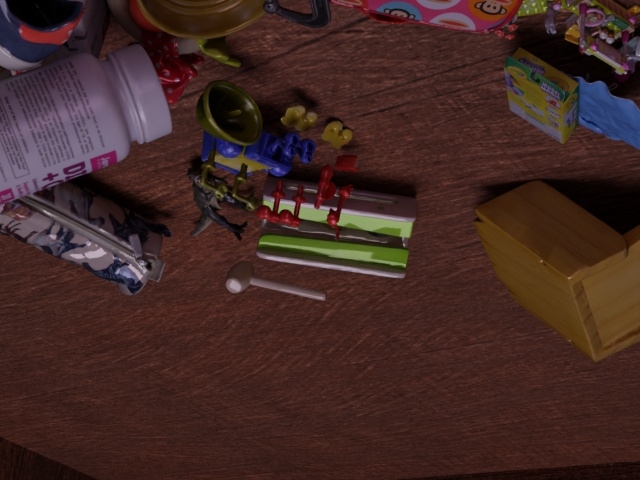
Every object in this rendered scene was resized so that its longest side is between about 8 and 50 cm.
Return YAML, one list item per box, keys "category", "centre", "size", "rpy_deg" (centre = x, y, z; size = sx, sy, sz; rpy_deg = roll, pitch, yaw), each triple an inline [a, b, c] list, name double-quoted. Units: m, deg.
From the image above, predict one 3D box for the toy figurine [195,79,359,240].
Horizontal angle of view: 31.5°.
- category: "toy figurine"
  centre: [-0.133, -0.127, 1.830]
  size: [0.217, 0.191, 0.363]
  rpy_deg: [4, 172, 41]

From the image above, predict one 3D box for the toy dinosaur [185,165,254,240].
- category: "toy dinosaur"
  centre: [-0.189, -0.061, 2.106]
  size: [0.118, 0.064, 0.268]
  rpy_deg: [21, 153, 7]

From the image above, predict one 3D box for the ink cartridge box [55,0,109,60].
- category: "ink cartridge box"
  centre: [-0.347, -0.322, 1.619]
  size: [0.056, 0.099, 0.135]
  rpy_deg: [8, 151, 4]

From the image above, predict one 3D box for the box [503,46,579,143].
- category: "box"
  centre: [0.316, -0.210, 1.627]
  size: [0.105, 0.043, 0.179]
  rpy_deg: [37, 176, 19]

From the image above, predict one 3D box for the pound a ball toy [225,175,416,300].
- category: "pound a ball toy"
  centre: [0.000, 0.000, 2.054]
  size: [0.319, 0.135, 0.208]
  rpy_deg: [8, 116, 0]

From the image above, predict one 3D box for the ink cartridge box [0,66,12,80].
- category: "ink cartridge box"
  centre: [-0.521, -0.255, 1.541]
  size: [0.056, 0.171, 0.235]
  rpy_deg: [28, 150, 21]

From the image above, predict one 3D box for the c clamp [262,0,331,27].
- category: "c clamp"
  centre: [-0.052, -0.324, 1.430]
  size: [0.137, 0.022, 0.160]
  rpy_deg: [13, 158, 19]

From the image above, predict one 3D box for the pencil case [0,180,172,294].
- category: "pencil case"
  centre: [-0.480, -0.041, 2.109]
  size: [0.410, 0.159, 0.184]
  rpy_deg: [30, 162, -34]

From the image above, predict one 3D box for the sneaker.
- category: "sneaker"
  centre: [-0.443, -0.370, 1.427]
  size: [0.148, 0.131, 0.350]
  rpy_deg: [-21, 134, 33]

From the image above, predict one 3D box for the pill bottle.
- category: "pill bottle"
  centre: [-0.360, -0.163, 1.565]
  size: [0.283, 0.160, 0.160]
  rpy_deg: [-22, 155, -13]

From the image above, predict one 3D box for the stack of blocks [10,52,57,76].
- category: "stack of blocks"
  centre: [-0.501, -0.274, 1.761]
  size: [0.171, 0.087, 0.297]
  rpy_deg: [11, 152, -4]

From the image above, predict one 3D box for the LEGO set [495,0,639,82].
- category: "LEGO set"
  centre: [0.315, -0.277, 1.520]
  size: [0.287, 0.107, 0.132]
  rpy_deg: [12, 152, -8]

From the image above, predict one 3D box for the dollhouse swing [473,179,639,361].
- category: "dollhouse swing"
  centre: [0.508, -0.002, 2.033]
  size: [0.315, 0.305, 0.347]
  rpy_deg: [41, 172, 35]

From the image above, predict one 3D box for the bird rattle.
- category: "bird rattle"
  centre: [-0.210, -0.319, 1.617]
  size: [0.254, 0.143, 0.207]
  rpy_deg: [-5, 140, 49]

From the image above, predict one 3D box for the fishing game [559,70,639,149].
- category: "fishing game"
  centre: [0.409, -0.192, 1.622]
  size: [0.264, 0.041, 0.189]
  rpy_deg: [30, 174, 47]

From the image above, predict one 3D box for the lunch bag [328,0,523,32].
- category: "lunch bag"
  centre: [0.121, -0.358, 1.406]
  size: [0.293, 0.120, 0.258]
  rpy_deg: [12, 152, -7]

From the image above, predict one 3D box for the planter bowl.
- category: "planter bowl"
  centre: [-0.145, -0.370, 1.450]
  size: [0.217, 0.090, 0.217]
  rpy_deg: [-17, 142, -14]
